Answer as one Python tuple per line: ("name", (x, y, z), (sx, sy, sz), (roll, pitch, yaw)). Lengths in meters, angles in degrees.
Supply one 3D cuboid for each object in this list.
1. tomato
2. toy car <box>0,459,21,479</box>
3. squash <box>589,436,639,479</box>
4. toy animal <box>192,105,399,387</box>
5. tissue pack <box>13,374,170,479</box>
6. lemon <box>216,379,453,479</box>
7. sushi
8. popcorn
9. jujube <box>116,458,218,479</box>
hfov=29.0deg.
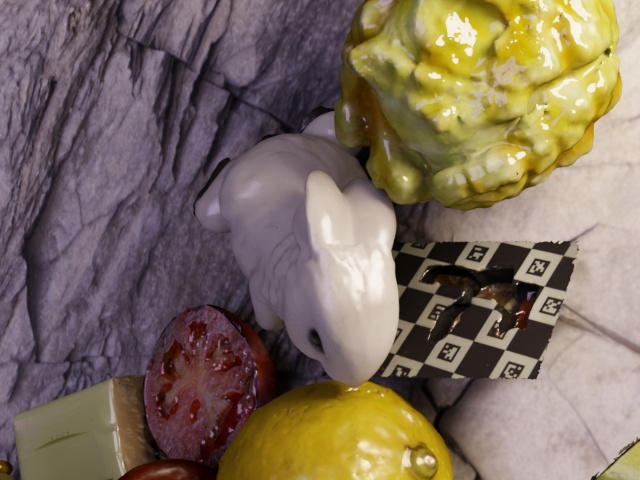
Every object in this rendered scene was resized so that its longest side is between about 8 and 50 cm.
("tomato", (-0.135, 0.194, 1.620), (0.225, 0.085, 0.225), (-5, 82, 43))
("toy car", (-0.475, 0.404, 1.792), (0.142, 0.248, 0.200), (-30, 62, 21))
("squash", (0.396, 0.245, 1.148), (0.287, 0.137, 0.137), (15, 97, 36))
("toy animal", (0.000, 0.000, 1.384), (0.257, 0.194, 0.357), (-68, 26, 13))
("tissue pack", (-0.313, 0.291, 1.735), (0.234, 0.125, 0.159), (-22, 73, 36))
("lemon", (0.011, 0.282, 1.382), (0.284, 0.260, 0.260), (166, 103, -64))
("sushi", (0.152, 0.084, 1.377), (0.279, 0.043, 0.192), (-4, 50, 37))
("popcorn", (0.168, -0.188, 1.269), (0.279, 0.274, 0.335), (51, 117, 28))
("jujube", (-0.185, 0.414, 1.532), (0.223, 0.223, 0.318), (39, 144, 35))
